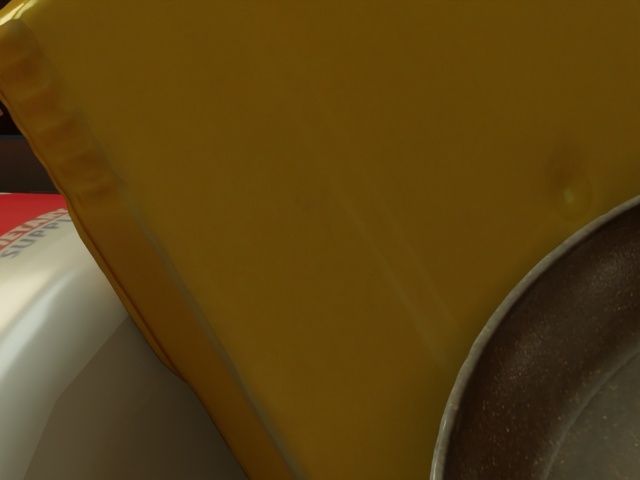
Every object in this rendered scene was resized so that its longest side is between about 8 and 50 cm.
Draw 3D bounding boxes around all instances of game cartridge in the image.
[{"bbox_3d":[0.070,-0.015,0.493,0.285,0.323,0.053,-40,17,-31],"label":"game cartridge"}]

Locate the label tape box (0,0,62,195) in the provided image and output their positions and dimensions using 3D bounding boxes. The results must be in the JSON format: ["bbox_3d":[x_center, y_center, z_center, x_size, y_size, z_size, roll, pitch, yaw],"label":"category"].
[{"bbox_3d":[-0.236,-0.070,0.748,0.348,0.249,0.115,0,52,12],"label":"label tape box"}]

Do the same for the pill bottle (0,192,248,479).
[{"bbox_3d":[-0.168,0.091,0.605,0.408,0.229,0.229,3,36,45],"label":"pill bottle"}]

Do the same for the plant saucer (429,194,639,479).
[{"bbox_3d":[0.185,0.093,0.392,0.311,0.050,0.310,-3,45,3],"label":"plant saucer"}]
